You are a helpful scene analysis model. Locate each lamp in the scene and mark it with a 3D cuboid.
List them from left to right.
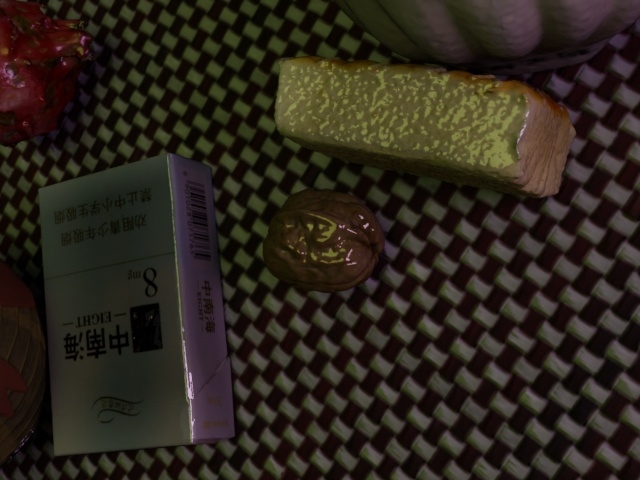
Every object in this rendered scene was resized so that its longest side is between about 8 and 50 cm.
[{"bbox_3d":[-0.366,0.126,0.719,0.250,0.250,0.284,50,149,22],"label":"lamp"}]

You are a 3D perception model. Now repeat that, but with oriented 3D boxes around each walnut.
[{"bbox_3d":[0.000,0.000,0.631,0.096,0.082,0.079,11,61,28],"label":"walnut"}]

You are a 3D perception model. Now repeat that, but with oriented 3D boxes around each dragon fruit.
[{"bbox_3d":[-0.265,-0.165,0.773,0.110,0.153,0.153,-9,79,-8],"label":"dragon fruit"}]

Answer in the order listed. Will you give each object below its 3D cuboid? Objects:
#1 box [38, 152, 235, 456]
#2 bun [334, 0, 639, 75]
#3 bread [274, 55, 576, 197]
[{"bbox_3d":[-0.164,0.060,0.711,0.155,0.067,0.243,-10,80,27],"label":"box"},{"bbox_3d":[0.133,-0.187,0.542,0.263,0.175,0.263,-18,37,14],"label":"bun"},{"bbox_3d":[0.072,-0.083,0.574,0.188,0.125,0.068,14,92,27],"label":"bread"}]
